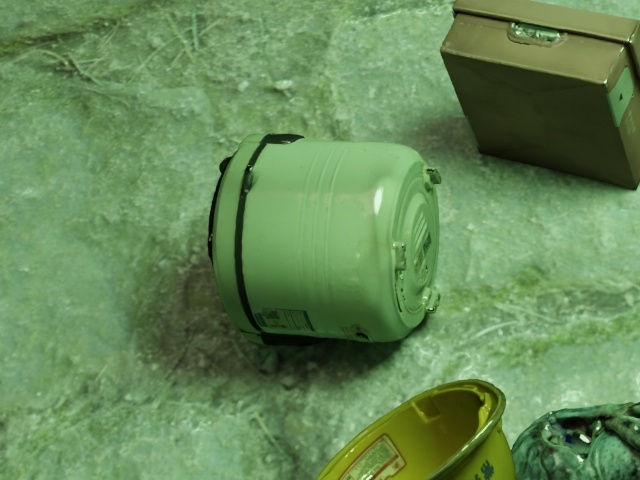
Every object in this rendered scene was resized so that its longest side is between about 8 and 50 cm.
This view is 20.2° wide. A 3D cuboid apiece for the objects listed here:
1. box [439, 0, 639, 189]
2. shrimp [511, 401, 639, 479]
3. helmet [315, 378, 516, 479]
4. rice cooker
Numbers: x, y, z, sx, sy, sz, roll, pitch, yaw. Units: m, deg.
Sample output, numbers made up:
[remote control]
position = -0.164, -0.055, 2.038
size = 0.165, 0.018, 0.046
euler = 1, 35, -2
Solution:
[box]
position = 0.256, -0.162, 1.956
size = 0.215, 0.215, 0.086
euler = 15, 65, 28
[shrimp]
position = 0.346, 0.184, 1.636
size = 0.372, 0.172, 0.137
euler = -11, 40, 17
[helmet]
position = 0.110, 0.240, 1.659
size = 0.205, 0.140, 0.257
euler = -39, 12, -19
[rice cooker]
position = 0.000, 0.000, 1.886
size = 0.244, 0.226, 0.226
euler = 2, 49, 16
